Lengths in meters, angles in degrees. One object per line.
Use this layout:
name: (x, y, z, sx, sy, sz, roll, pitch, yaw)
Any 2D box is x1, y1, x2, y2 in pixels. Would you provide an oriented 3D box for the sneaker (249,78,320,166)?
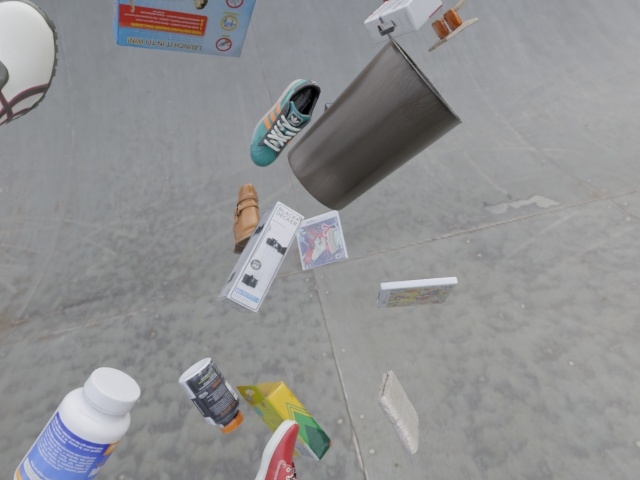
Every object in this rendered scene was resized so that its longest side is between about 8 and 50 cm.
sneaker: (-0.106, -0.351, 1.347, 0.302, 0.108, 0.121, -58, 28, 1)

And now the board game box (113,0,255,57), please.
board game box: (-0.306, -0.584, 1.042, 0.309, 0.302, 0.086, -5, 63, -28)

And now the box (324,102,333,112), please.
box: (0.145, -0.341, 1.398, 0.217, 0.060, 0.270, -4, 42, -14)

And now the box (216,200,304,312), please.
box: (-0.164, 0.049, 1.230, 0.289, 0.087, 0.169, -65, 16, -19)

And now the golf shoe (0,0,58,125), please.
golf shoe: (-0.412, -0.172, 0.538, 0.272, 0.105, 0.120, -57, 27, -5)

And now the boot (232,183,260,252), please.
boot: (-0.222, -0.080, 1.483, 0.109, 0.219, 0.283, 6, -12, -17)

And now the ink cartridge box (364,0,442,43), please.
ink cartridge box: (0.176, -0.487, 0.978, 0.099, 0.056, 0.135, -48, 30, -17)

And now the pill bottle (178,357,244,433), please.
pill bottle: (-0.362, 0.536, 1.549, 0.131, 0.245, 0.130, -31, 8, 5)

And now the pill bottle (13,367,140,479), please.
pill bottle: (-0.514, 0.419, 0.980, 0.272, 0.152, 0.152, -55, 39, 2)

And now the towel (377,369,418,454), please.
towel: (0.246, 0.535, 1.440, 0.049, 0.187, 0.282, -32, -7, 11)

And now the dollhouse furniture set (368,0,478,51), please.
dollhouse furniture set: (0.222, -0.590, 1.116, 0.135, 0.262, 0.259, -36, 13, -1)

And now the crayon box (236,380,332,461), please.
crayon box: (-0.126, 0.577, 1.505, 0.081, 0.318, 0.202, -42, 7, -34)

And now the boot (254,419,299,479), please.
boot: (-0.063, 0.573, 1.080, 0.176, 0.088, 0.244, 16, 81, 32)

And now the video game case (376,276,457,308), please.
video game case: (0.295, 0.168, 1.425, 0.227, 0.206, 0.026, -5, 66, 1)

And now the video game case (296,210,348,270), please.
video game case: (0.000, 0.000, 1.755, 0.184, 0.023, 0.201, -17, 71, 16)

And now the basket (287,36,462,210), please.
basket: (0.072, -0.163, 0.688, 0.227, 0.154, 0.204, -39, 18, 24)
